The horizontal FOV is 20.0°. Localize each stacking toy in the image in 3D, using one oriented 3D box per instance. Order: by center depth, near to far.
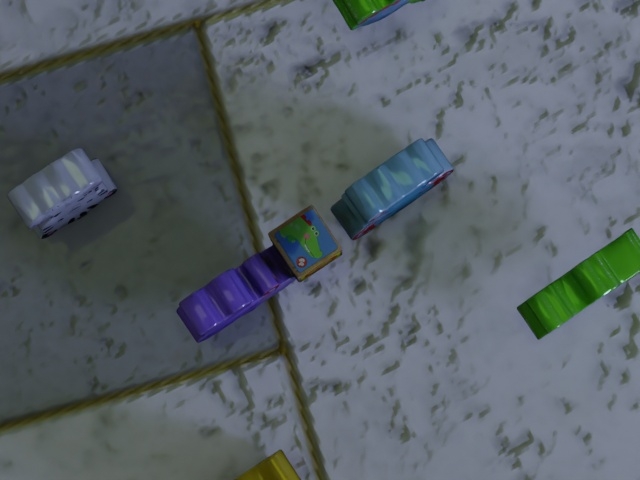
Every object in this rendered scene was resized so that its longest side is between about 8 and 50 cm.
[{"bbox_3d":[0.000,0.000,0.756,0.221,0.052,0.167,-32,84,-2],"label":"stacking toy"}]
